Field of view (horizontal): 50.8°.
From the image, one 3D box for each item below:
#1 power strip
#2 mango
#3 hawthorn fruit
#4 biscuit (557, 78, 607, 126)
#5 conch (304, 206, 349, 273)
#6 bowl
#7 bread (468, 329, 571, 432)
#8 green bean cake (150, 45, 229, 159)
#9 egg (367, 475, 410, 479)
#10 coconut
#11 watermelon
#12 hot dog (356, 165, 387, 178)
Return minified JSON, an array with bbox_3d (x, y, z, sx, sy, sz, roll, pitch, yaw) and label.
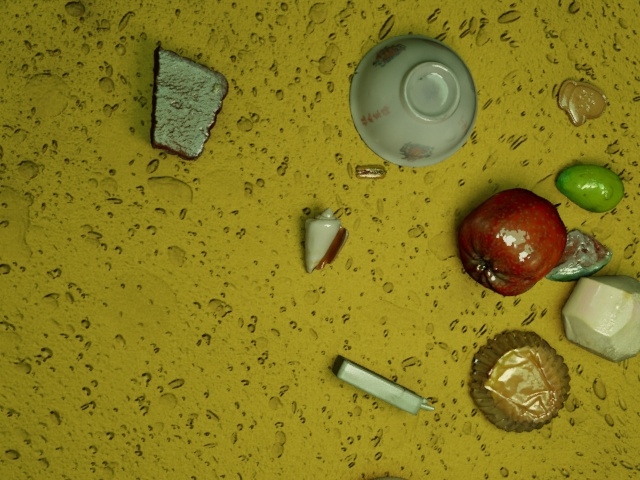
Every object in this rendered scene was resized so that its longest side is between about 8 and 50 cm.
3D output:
[{"bbox_3d":[0.168,0.380,1.725,0.288,0.093,0.053,28,85,-8],"label":"power strip"},{"bbox_3d":[0.712,-0.140,1.776,0.178,0.100,0.119,17,93,-1],"label":"mango"},{"bbox_3d":[0.503,-0.012,1.689,0.300,0.254,0.254,-29,97,-22],"label":"hawthorn fruit"},{"bbox_3d":[0.698,-0.363,1.800,0.140,0.023,0.118,9,91,-9],"label":"biscuit"},{"bbox_3d":[0.009,0.003,1.684,0.104,0.094,0.176,-3,100,-48],"label":"conch"},{"bbox_3d":[0.253,-0.355,1.668,0.345,0.157,0.346,-1,94,-8],"label":"bowl"},{"bbox_3d":[0.526,0.376,1.751,0.274,0.149,0.274,0,93,-2],"label":"bread"},{"bbox_3d":[-0.339,-0.320,1.612,0.198,0.097,0.233,18,90,-10],"label":"green bean cake"},{"bbox_3d":[0.168,0.690,1.693,0.241,0.186,0.186,-14,95,-13],"label":"egg"},{"bbox_3d":[0.746,0.189,1.741,0.241,0.241,0.241,0,93,-8],"label":"coconut"},{"bbox_3d":[0.690,0.039,1.799,0.187,0.071,0.139,-17,91,-7],"label":"watermelon"},{"bbox_3d":[0.132,-0.174,1.727,0.083,0.021,0.037,-5,95,-7],"label":"hot dog"}]
